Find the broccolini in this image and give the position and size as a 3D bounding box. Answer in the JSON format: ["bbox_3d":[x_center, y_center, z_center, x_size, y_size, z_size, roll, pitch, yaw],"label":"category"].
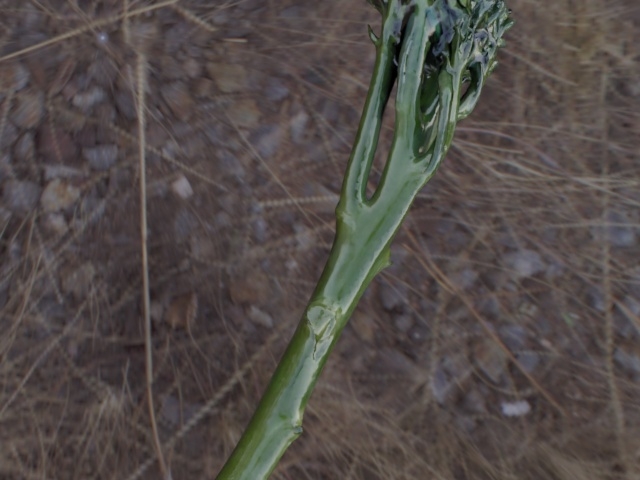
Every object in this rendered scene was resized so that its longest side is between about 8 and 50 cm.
[{"bbox_3d":[0.003,-0.001,0.374,0.054,0.052,0.194,28,83,-15],"label":"broccolini"}]
